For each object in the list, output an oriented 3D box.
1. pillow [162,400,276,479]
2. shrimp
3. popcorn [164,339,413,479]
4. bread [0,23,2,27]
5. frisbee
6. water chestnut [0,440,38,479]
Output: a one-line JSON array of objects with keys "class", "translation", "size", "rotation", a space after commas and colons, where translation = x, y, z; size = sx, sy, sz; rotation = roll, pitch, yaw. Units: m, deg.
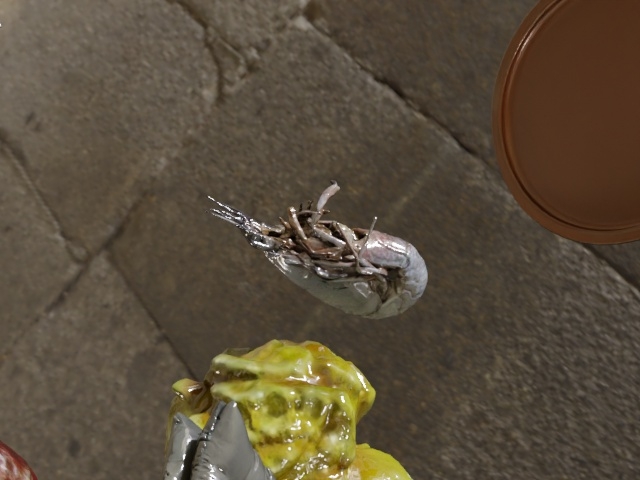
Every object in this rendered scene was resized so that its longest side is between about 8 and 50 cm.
[{"class": "pillow", "translation": [-0.093, 0.348, 1.094], "size": [0.101, 0.228, 0.326], "rotation": [-20, 33, 21]}, {"class": "shrimp", "translation": [-0.003, 0.007, 1.489], "size": [0.145, 0.343, 0.116], "rotation": [-50, 26, 37]}, {"class": "popcorn", "translation": [-0.050, 0.287, 1.421], "size": [0.321, 0.290, 0.326], "rotation": [-1, 52, 21]}, {"class": "bread", "translation": [-0.221, -0.136, 0.509], "size": [0.139, 0.143, 0.229], "rotation": [111, 158, -44]}, {"class": "frisbee", "translation": [0.252, -0.120, 0.935], "size": [0.250, 0.021, 0.251], "rotation": [-9, 78, 45]}, {"class": "water chestnut", "translation": [-0.400, 0.345, 1.082], "size": [0.335, 0.347, 0.335], "rotation": [-39, 20, 17]}]
